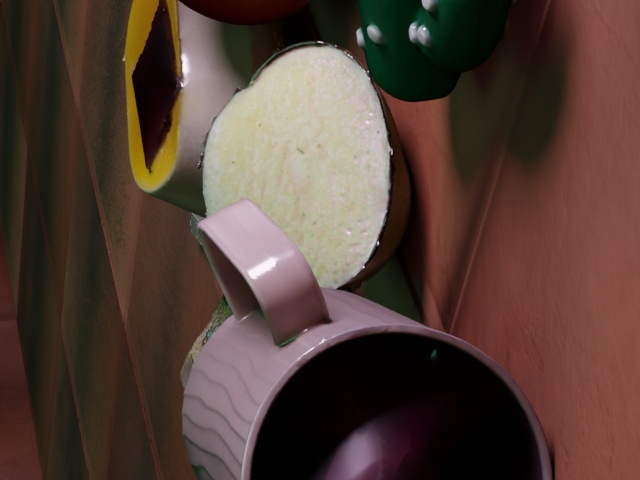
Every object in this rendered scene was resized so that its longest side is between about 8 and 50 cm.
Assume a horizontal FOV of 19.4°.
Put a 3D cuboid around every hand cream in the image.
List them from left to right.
[{"bbox_3d":[-0.085,0.084,1.948,0.084,0.084,0.203,-109,29,-44],"label":"hand cream"}]

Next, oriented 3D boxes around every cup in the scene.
[{"bbox_3d":[-0.003,0.130,1.318,0.208,0.288,0.273,-55,15,-3],"label":"cup"}]

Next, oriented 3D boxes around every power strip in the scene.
[{"bbox_3d":[-0.140,-0.013,2.208,0.083,0.017,0.027,-136,45,-68],"label":"power strip"}]

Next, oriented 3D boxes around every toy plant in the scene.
[{"bbox_3d":[0.070,-0.213,1.267,0.243,0.112,0.233,113,146,-68],"label":"toy plant"}]

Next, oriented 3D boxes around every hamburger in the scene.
[{"bbox_3d":[-0.100,-0.163,1.819,0.227,0.151,0.295,124,149,-56],"label":"hamburger"}]

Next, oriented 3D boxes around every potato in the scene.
[{"bbox_3d":[0.008,-0.051,1.514,0.182,0.117,0.202,-11,81,34],"label":"potato"}]

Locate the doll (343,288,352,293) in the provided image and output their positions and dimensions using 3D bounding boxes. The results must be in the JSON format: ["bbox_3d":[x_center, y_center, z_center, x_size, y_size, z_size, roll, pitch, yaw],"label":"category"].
[{"bbox_3d":[0.000,0.000,1.659,0.165,0.057,0.139,-110,20,-69],"label":"doll"}]

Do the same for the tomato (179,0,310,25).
[{"bbox_3d":[-0.077,-0.276,1.625,0.136,0.195,0.195,-32,56,34],"label":"tomato"}]
